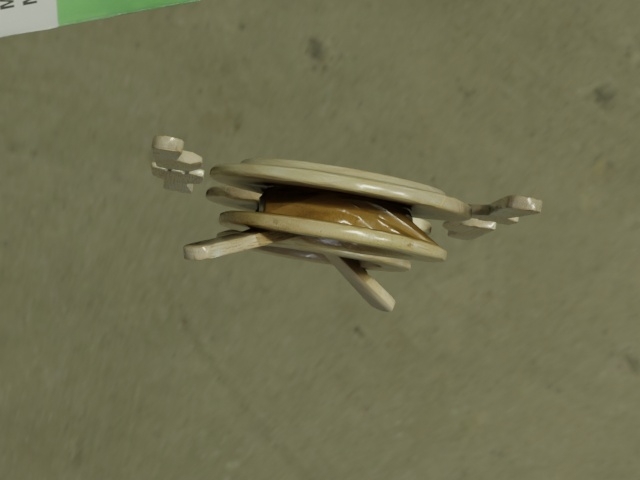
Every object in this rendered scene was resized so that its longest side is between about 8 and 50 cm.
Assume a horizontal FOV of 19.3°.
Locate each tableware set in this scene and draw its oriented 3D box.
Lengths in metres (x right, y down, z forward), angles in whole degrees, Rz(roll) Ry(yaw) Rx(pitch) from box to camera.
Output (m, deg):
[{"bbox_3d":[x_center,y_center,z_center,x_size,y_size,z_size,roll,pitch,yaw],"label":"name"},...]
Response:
[{"bbox_3d":[0.000,0.000,0.666,0.128,0.194,0.039,9,87,-3],"label":"tableware set"}]

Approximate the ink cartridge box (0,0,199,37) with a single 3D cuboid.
[{"bbox_3d":[-0.146,-0.132,0.540,0.212,0.154,0.093,-11,47,-13],"label":"ink cartridge box"}]
